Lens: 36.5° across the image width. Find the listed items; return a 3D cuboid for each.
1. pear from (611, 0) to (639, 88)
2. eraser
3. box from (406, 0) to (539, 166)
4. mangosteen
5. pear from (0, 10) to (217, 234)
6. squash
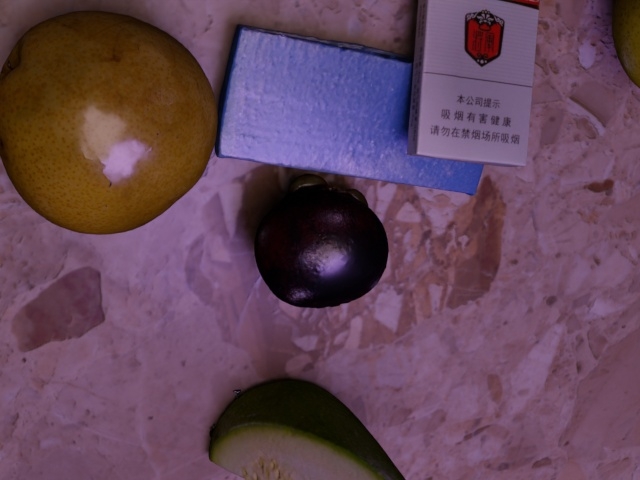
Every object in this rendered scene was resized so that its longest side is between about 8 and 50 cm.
[{"bbox_3d":[0.413,-0.248,1.066,0.198,0.198,0.198,-6,111,-15],"label":"pear"},{"bbox_3d":[0.044,-0.140,1.065,0.312,0.042,0.144,7,107,-19],"label":"eraser"},{"bbox_3d":[0.167,-0.206,1.045,0.139,0.035,0.245,5,92,-19],"label":"box"},{"bbox_3d":[0.000,0.000,1.058,0.153,0.152,0.152,-6,111,-15],"label":"mangosteen"},{"bbox_3d":[-0.207,-0.113,0.907,0.209,0.209,0.208,-6,111,-15],"label":"pear"},{"bbox_3d":[0.002,0.256,1.064,0.203,0.288,0.111,-3,112,-16],"label":"squash"}]
